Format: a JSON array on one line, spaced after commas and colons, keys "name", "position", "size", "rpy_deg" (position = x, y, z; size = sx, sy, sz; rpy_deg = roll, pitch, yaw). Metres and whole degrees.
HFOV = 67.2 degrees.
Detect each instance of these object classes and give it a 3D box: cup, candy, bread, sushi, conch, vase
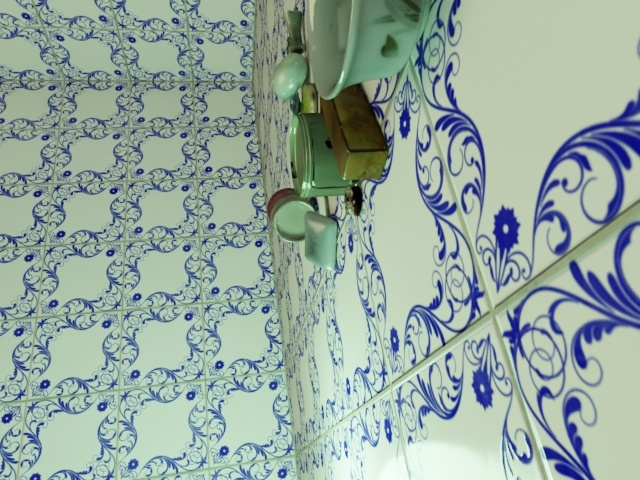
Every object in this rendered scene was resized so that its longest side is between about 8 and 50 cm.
[{"name": "cup", "position": [0.086, -0.425, 0.836], "size": [0.347, 0.163, 0.347], "rpy_deg": [176, 90, -79]}, {"name": "candy", "position": [0.000, 0.000, 1.552], "size": [0.138, 0.071, 0.174], "rpy_deg": [25, 123, 42]}, {"name": "bread", "position": [-0.045, -0.469, 1.765], "size": [0.228, 0.033, 0.229], "rpy_deg": [177, 90, -80]}, {"name": "sushi", "position": [0.091, -0.103, 1.239], "size": [0.046, 0.044, 0.083], "rpy_deg": [14, 110, 55]}, {"name": "conch", "position": [-0.115, -0.630, 1.849], "size": [0.185, 0.121, 0.221], "rpy_deg": [-54, 8, -18]}, {"name": "vase", "position": [-0.097, -0.783, 1.822], "size": [0.081, 0.081, 0.149], "rpy_deg": [153, 110, -77]}]

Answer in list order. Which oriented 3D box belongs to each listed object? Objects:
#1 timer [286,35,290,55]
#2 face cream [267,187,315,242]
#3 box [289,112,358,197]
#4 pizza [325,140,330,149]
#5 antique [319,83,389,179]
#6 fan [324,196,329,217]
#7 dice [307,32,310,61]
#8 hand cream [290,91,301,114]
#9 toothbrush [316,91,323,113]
[{"name": "timer", "position": [-0.109, -0.762, 1.950], "size": [0.128, 0.047, 0.140], "rpy_deg": [-125, 34, -70]}, {"name": "face cream", "position": [-0.110, -0.099, 1.843], "size": [0.195, 0.175, 0.175], "rpy_deg": [-122, 30, -69]}, {"name": "box", "position": [0.007, -0.231, 1.309], "size": [0.226, 0.149, 0.226], "rpy_deg": [176, 90, -78]}, {"name": "pizza", "position": [0.015, -0.269, 1.483], "size": [0.188, 0.062, 0.199], "rpy_deg": [61, 148, 38]}, {"name": "antique", "position": [0.069, -0.279, 1.126], "size": [0.087, 0.093, 0.310], "rpy_deg": [101, 162, -49]}, {"name": "fan", "position": [0.020, -0.104, 1.602], "size": [0.038, 0.016, 0.193], "rpy_deg": [130, 135, -76]}, {"name": "dice", "position": [0.014, -0.535, 1.318], "size": [0.094, 0.093, 0.091], "rpy_deg": [-118, 27, -66]}, {"name": "hand cream", "position": [-0.093, -0.520, 1.866], "size": [0.224, 0.048, 0.083], "rpy_deg": [-107, 23, -80]}, {"name": "toothbrush", "position": [0.008, -0.521, 1.481], "size": [0.041, 0.040, 0.364], "rpy_deg": [-116, 25, -62]}]
